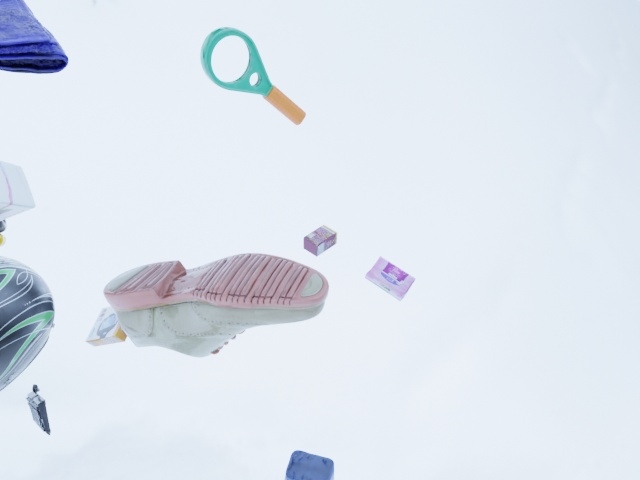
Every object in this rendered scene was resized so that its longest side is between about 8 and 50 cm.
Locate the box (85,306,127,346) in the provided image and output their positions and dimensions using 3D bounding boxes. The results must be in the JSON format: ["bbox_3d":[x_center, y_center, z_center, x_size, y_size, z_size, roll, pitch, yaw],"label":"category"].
[{"bbox_3d":[-0.429,0.172,1.256,0.028,0.136,0.081,44,49,-35],"label":"box"}]

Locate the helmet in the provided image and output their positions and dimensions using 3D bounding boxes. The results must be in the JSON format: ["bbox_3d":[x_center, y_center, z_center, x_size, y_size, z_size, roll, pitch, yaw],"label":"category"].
[{"bbox_3d":[-0.419,0.095,0.763,0.169,0.169,0.161,35,70,-3],"label":"helmet"}]

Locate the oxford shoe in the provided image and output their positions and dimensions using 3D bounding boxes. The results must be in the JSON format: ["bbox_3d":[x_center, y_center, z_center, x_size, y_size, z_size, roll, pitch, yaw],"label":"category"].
[{"bbox_3d":[-0.163,0.113,1.013,0.397,0.146,0.140,-1,26,25],"label":"oxford shoe"}]

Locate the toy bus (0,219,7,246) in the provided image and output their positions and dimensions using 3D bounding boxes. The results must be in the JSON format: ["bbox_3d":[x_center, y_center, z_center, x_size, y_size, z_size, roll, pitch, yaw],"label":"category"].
[{"bbox_3d":[-0.658,-0.073,1.075,0.149,0.211,0.220,-19,99,-21],"label":"toy bus"}]

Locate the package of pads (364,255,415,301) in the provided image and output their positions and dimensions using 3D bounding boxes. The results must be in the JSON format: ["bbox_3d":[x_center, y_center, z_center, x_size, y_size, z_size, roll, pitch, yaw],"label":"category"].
[{"bbox_3d":[0.130,0.070,1.144,0.083,0.032,0.050,33,64,16],"label":"package of pads"}]

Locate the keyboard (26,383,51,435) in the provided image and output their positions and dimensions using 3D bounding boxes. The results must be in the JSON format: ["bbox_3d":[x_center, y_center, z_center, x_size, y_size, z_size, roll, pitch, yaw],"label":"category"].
[{"bbox_3d":[-0.641,0.375,1.386,0.023,0.180,0.108,-10,90,-33],"label":"keyboard"}]

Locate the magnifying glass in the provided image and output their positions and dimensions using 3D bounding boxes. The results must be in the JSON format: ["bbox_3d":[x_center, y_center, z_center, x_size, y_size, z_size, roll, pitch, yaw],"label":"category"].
[{"bbox_3d":[-0.102,-0.259,1.005,0.026,0.092,0.231,33,0,42],"label":"magnifying glass"}]

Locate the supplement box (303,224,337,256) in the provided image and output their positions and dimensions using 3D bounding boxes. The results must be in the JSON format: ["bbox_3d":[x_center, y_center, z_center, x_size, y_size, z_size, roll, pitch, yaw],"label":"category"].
[{"bbox_3d":[0.000,0.000,1.698,0.055,0.043,0.083,32,48,32],"label":"supplement box"}]

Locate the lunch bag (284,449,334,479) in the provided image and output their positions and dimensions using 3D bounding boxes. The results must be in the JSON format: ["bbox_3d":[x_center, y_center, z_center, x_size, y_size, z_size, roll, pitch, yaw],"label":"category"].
[{"bbox_3d":[-0.016,0.447,1.154,0.098,0.065,0.067,13,40,12],"label":"lunch bag"}]

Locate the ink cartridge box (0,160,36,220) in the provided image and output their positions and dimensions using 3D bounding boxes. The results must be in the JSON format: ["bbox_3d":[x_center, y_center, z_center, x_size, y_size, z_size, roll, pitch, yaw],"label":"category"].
[{"bbox_3d":[-0.348,-0.042,0.598,0.122,0.088,0.052,-165,-126,-85],"label":"ink cartridge box"}]

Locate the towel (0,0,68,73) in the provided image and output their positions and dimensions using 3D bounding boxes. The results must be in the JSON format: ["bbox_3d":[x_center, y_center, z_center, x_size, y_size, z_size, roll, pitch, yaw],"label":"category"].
[{"bbox_3d":[-0.597,-0.389,1.043,0.228,0.076,0.308,-16,52,-40],"label":"towel"}]
